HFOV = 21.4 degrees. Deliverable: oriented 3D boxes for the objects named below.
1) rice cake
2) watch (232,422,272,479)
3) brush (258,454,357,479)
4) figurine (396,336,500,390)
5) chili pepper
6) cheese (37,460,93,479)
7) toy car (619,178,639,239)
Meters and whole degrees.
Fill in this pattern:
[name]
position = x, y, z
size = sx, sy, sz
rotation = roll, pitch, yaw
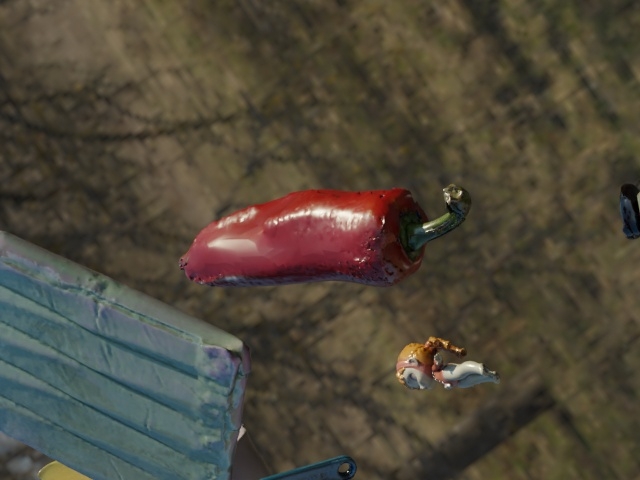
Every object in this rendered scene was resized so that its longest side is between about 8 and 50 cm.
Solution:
[rice cake]
position = -0.144, 0.099, 1.159
size = 0.198, 0.037, 0.189
rotation = 20, 128, 11
[watch]
position = -0.171, 0.308, 1.912
size = 0.217, 0.248, 0.211
rotation = -28, 93, 45
[brush]
position = -0.050, 0.192, 1.291
size = 0.014, 0.164, 0.051
rotation = -131, 31, -64
[figurine]
position = 0.113, 0.110, 1.475
size = 0.064, 0.047, 0.109
rotation = 34, 159, -36
[chili pepper]
position = 0.000, 0.000, 1.771
size = 0.387, 0.110, 0.110
rotation = -4, 130, 36
[cheese]
position = -0.174, 0.255, 1.542
size = 0.171, 0.093, 0.126
rotation = 54, -171, 0
[toy car]
position = 0.424, 0.020, 1.736
size = 0.248, 0.204, 0.198
rotation = -7, -91, -70
